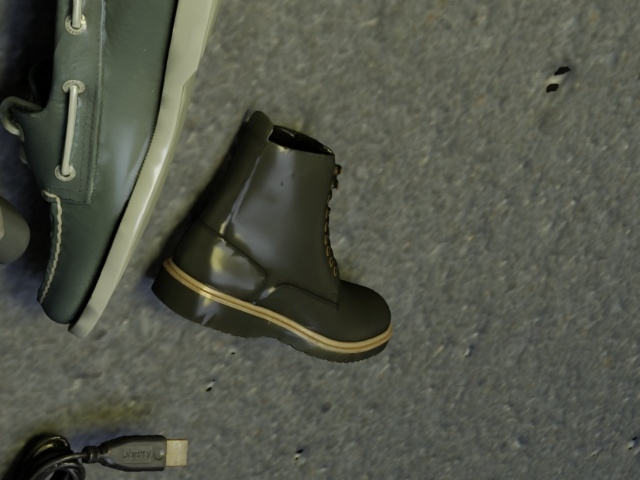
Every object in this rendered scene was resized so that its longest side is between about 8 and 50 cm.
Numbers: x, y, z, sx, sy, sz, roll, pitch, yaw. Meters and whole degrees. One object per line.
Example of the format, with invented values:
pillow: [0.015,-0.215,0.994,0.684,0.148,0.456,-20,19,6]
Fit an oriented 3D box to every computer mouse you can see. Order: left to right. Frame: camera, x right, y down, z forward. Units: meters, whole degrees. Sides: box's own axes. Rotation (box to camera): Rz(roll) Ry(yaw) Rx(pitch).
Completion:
computer mouse: [-0.125,0.198,1.379,0.262,0.060,0.184,13,120,-35]

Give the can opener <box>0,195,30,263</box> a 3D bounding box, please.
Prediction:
can opener: [-0.252,-0.032,1.008,0.076,0.095,0.283,-49,136,5]

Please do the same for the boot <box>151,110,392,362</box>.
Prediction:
boot: [0.000,0.000,1.298,0.198,0.077,0.137,12,111,-49]

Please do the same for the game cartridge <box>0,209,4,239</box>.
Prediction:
game cartridge: [-0.348,0.052,0.963,0.355,0.068,0.230,-38,151,21]

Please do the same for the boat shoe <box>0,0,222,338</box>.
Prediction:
boat shoe: [-0.123,-0.082,1.111,0.099,0.116,0.319,19,128,-3]
